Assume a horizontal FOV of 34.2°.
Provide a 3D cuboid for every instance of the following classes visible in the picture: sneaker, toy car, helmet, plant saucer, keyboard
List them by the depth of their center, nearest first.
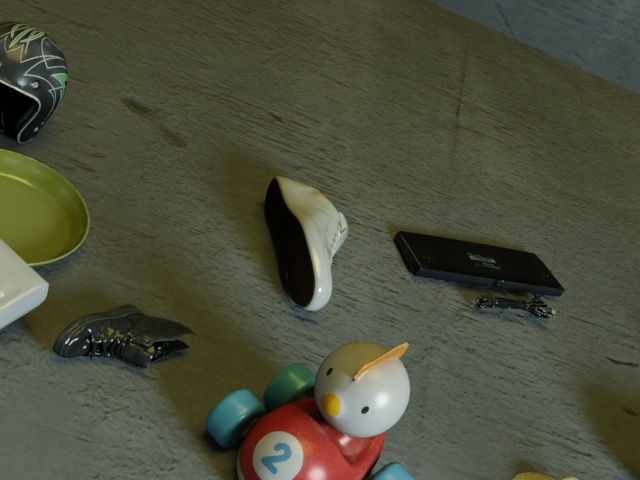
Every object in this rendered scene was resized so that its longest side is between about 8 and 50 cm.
[{"bbox_3d":[0.022,0.202,1.225,0.219,0.238,0.210,44,36,23],"label":"toy car"},{"bbox_3d":[-0.243,0.127,1.299,0.089,0.051,0.170,37,30,21],"label":"sneaker"},{"bbox_3d":[-0.433,-0.039,1.394,0.241,0.037,0.241,19,35,-14],"label":"plant saucer"},{"bbox_3d":[-0.455,-0.245,1.541,0.169,0.161,0.169,20,34,-14],"label":"helmet"},{"bbox_3d":[0.000,0.000,1.601,0.123,0.106,0.290,11,36,-22],"label":"sneaker"},{"bbox_3d":[0.292,0.066,1.802,0.317,0.033,0.201,8,32,-27],"label":"keyboard"}]

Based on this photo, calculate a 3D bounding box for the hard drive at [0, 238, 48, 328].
[{"bbox_3d":[-0.529,0.004,1.221,0.353,0.047,0.233,40,47,15],"label":"hard drive"}]

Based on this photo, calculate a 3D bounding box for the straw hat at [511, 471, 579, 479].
[{"bbox_3d":[0.333,0.354,1.415,0.144,0.061,0.144,20,35,-14],"label":"straw hat"}]
